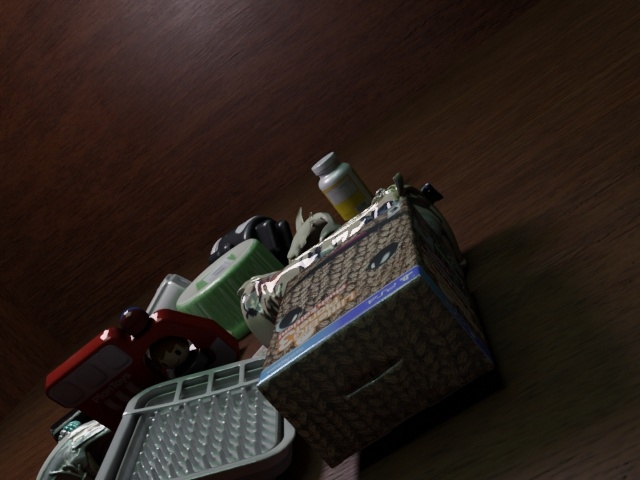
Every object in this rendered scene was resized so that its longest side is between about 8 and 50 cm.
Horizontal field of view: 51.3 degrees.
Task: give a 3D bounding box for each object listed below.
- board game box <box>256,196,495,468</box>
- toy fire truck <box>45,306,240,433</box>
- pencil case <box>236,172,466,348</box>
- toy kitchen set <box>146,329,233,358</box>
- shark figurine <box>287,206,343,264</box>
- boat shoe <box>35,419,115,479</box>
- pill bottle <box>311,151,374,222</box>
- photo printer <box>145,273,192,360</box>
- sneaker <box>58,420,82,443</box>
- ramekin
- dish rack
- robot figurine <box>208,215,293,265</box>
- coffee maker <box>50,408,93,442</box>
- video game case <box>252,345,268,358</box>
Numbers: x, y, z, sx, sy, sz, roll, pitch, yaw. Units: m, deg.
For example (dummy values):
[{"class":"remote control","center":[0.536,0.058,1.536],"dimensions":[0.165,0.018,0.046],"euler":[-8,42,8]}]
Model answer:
[{"class":"board game box","center":[0.068,0.102,0.865],"dimensions":[0.232,0.141,0.291],"euler":[-37,14,15]},{"class":"toy fire truck","center":[-0.314,0.244,1.231],"dimensions":[0.302,0.254,0.169],"euler":[-38,36,8]},{"class":"pencil case","center":[0.038,0.057,1.146],"dimensions":[0.410,0.184,0.160],"euler":[-33,-3,30]},{"class":"toy kitchen set","center":[-0.320,0.279,1.494],"dimensions":[0.122,0.207,0.166],"euler":[-85,11,-60]},{"class":"shark figurine","center":[0.012,-0.023,1.721],"dimensions":[0.278,0.116,0.166],"euler":[-34,44,57]},{"class":"boat shoe","center":[-0.434,0.426,1.365],"dimensions":[0.320,0.118,0.103],"euler":[-36,28,-20]},{"class":"pill bottle","center":[0.061,-0.141,1.776],"dimensions":[0.103,0.184,0.103],"euler":[-36,12,9]},{"class":"photo printer","center":[-0.463,0.253,1.891],"dimensions":[0.308,0.107,0.256],"euler":[-62,9,-3]},{"class":"sneaker","center":[-0.516,0.455,1.440],"dimensions":[0.064,0.167,0.076],"euler":[15,23,24]},{"class":"ramekin","center":[-0.225,0.132,1.711],"dimensions":[0.303,0.148,0.303],"euler":[-37,12,9]},{"class":"dish rack","center":[-0.169,0.291,1.004],"dimensions":[0.285,0.072,0.333],"euler":[-14,13,0]},{"class":"robot figurine","center":[-0.198,0.036,1.938],"dimensions":[0.278,0.209,0.174],"euler":[-28,33,39]},{"class":"coffee maker","center":[-0.556,0.417,1.604],"dimensions":[0.178,0.171,0.120],"euler":[-41,-15,-19]},{"class":"video game case","center":[-0.083,0.208,1.355],"dimensions":[0.087,0.011,0.122],"euler":[-47,15,-33]}]
